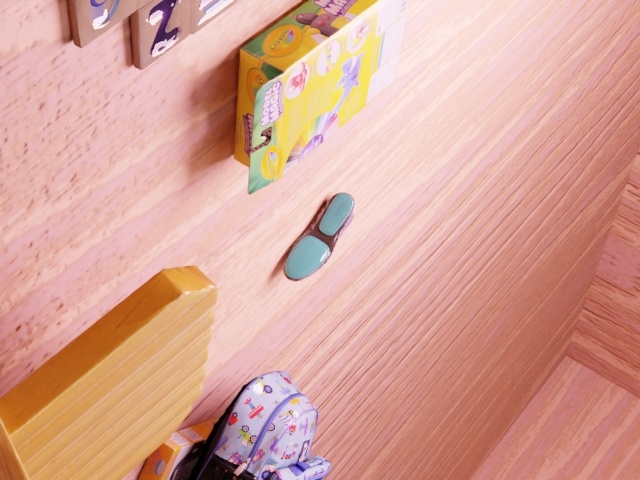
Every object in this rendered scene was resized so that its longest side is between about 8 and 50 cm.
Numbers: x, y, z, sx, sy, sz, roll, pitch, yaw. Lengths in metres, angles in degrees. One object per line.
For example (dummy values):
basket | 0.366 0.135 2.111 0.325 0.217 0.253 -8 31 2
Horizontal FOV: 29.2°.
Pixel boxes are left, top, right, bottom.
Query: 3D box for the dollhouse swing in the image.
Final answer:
dollhouse swing | -0.153 0.248 0.911 0.305 0.315 0.347 -24 157 -22

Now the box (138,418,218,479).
box | -0.146 0.241 1.331 0.136 0.028 0.081 -3 121 -63

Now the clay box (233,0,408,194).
clay box | -0.006 -0.147 1.090 0.222 0.053 0.127 -41 152 -36

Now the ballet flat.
ballet flat | 0.000 0.000 1.324 0.114 0.041 0.041 -54 158 -12

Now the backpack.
backpack | -0.057 0.233 1.326 0.173 0.117 0.158 -64 160 4

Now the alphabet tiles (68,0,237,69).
alphabet tiles | -0.073 -0.285 0.818 0.285 0.011 0.342 -44 154 -34
